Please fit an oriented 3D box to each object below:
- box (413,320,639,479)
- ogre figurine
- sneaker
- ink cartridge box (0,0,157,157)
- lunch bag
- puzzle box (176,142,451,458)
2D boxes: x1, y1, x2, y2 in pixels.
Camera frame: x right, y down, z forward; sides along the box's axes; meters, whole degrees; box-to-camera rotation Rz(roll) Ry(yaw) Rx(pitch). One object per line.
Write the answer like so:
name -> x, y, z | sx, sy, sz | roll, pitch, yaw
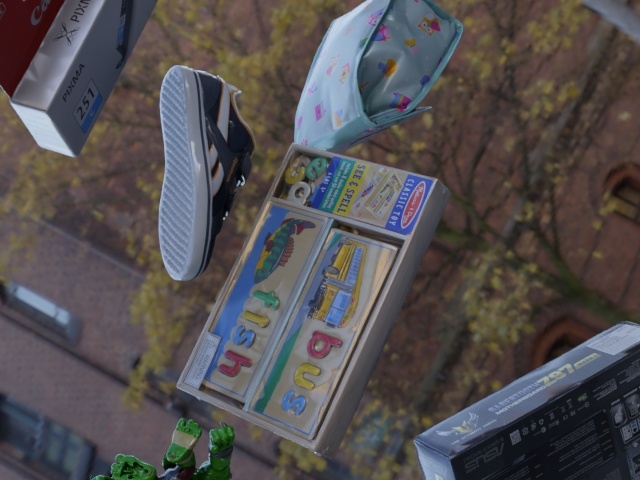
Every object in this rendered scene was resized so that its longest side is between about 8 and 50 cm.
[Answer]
box -> 0.204, 0.197, 0.939 | 0.233, 0.183, 0.059 | -25, 19, -22
ogre figurine -> -0.200, 0.317, 1.520 | 0.197, 0.097, 0.118 | -37, -40, -16
sneaker -> -0.163, -0.098, 1.691 | 0.126, 0.127, 0.321 | -12, 76, 53
ink cartridge box -> -0.323, -0.297, 1.501 | 0.261, 0.066, 0.296 | 74, -144, -67
lunch bag -> 0.074, -0.246, 1.770 | 0.223, 0.160, 0.262 | -20, 40, 57
puzzle box -> -0.012, 0.073, 1.604 | 0.052, 0.272, 0.408 | 37, -106, -52
